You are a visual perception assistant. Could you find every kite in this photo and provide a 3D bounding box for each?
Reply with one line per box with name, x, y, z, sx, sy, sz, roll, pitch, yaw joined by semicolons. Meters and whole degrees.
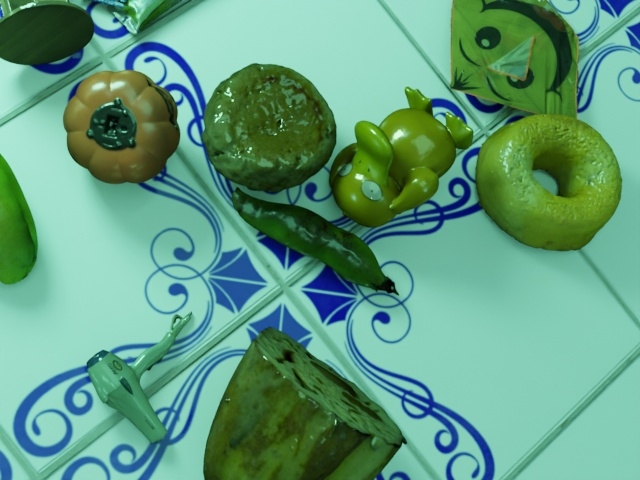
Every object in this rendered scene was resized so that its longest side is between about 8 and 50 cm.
kite;0.359;-0.363;1.834;0.327;0.013;0.377;-36;84;-25

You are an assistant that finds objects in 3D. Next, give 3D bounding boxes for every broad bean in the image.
broad bean;0.000;0.000;1.636;0.339;0.061;0.077;30;82;-6

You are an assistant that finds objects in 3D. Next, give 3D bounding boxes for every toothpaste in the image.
toothpaste;-0.256;-0.452;1.689;0.248;0.047;0.078;-41;78;-18

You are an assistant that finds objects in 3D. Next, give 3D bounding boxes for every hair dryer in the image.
hair dryer;-0.257;0.222;1.528;0.199;0.067;0.167;-26;94;-34

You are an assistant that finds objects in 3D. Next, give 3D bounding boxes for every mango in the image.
mango;-0.515;-0.041;1.482;0.125;0.111;0.232;-18;94;-7

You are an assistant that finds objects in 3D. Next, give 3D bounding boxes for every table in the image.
table;-0.480;-0.428;1.572;0.167;0.167;0.226;-13;71;-18

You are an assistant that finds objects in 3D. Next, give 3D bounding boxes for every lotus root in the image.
lotus root;-0.033;0.306;1.440;0.316;0.316;0.250;33;86;-6

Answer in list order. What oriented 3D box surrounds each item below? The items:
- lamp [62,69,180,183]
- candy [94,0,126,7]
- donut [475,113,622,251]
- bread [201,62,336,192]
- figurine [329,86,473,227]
lamp;-0.317;-0.182;1.545;0.188;0.164;0.187;0;97;-2
candy;-0.363;-0.468;1.668;0.088;0.038;0.136;14;66;2
donut;0.427;-0.113;1.758;0.278;0.108;0.277;4;75;-15
bread;-0.090;-0.186;1.627;0.230;0.123;0.229;3;75;-12
figurine;0.132;-0.134;1.652;0.228;0.215;0.215;-25;84;-31
